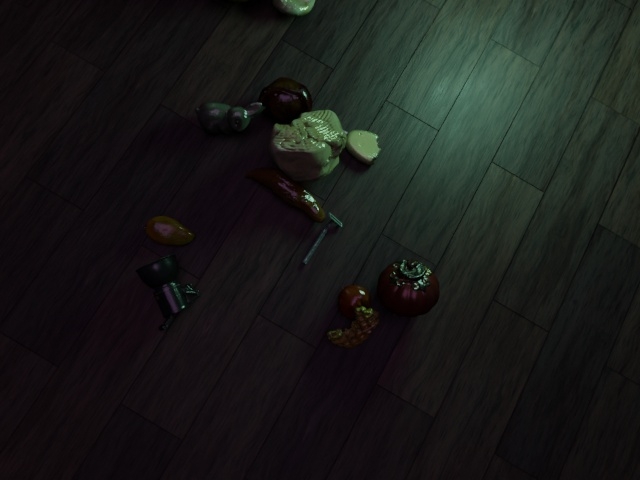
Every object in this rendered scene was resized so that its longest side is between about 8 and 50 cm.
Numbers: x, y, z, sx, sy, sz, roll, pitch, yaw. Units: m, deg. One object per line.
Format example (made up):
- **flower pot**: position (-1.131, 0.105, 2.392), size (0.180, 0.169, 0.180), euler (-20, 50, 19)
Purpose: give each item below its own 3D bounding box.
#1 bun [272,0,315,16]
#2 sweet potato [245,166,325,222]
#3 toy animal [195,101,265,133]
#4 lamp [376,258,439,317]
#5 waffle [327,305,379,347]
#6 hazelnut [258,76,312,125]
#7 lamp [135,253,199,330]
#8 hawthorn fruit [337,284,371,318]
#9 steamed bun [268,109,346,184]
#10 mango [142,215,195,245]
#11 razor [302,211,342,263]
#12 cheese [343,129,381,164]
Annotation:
- **bun**: position (-0.113, -0.977, 1.905), size (0.183, 0.102, 0.184), euler (4, 74, -15)
- **sweet potato**: position (-0.121, -0.192, 1.761), size (0.354, 0.095, 0.106), euler (33, 122, 4)
- **toy animal**: position (-0.332, -0.463, 1.752), size (0.251, 0.127, 0.126), euler (-1, 110, 17)
- **lamp**: position (0.314, 0.167, 1.678), size (0.226, 0.227, 0.227), euler (1, 80, -5)
- **waffle**: position (0.123, 0.314, 1.667), size (0.148, 0.051, 0.194), euler (20, 120, -33)
- **hazelnut**: position (-0.128, -0.531, 1.783), size (0.201, 0.170, 0.161), euler (20, 79, 23)
- **lamp**: position (-0.528, 0.177, 1.649), size (0.172, 0.147, 0.228), euler (-26, 91, -33)
- **hawthorn fruit**: position (0.118, 0.215, 1.698), size (0.125, 0.125, 0.140), euler (-36, 85, -10)
- **steamed bun**: position (-0.046, -0.338, 1.737), size (0.275, 0.203, 0.289), euler (6, 45, 1)
- **mango**: position (-0.555, -0.032, 1.713), size (0.187, 0.066, 0.101), euler (20, 79, -10)
- **razor**: position (-0.004, -0.002, 1.768), size (0.211, 0.036, 0.084), euler (-53, 131, -3)
- **cheese**: position (0.122, -0.401, 1.847), size (0.255, 0.050, 0.127), euler (29, 79, 0)
